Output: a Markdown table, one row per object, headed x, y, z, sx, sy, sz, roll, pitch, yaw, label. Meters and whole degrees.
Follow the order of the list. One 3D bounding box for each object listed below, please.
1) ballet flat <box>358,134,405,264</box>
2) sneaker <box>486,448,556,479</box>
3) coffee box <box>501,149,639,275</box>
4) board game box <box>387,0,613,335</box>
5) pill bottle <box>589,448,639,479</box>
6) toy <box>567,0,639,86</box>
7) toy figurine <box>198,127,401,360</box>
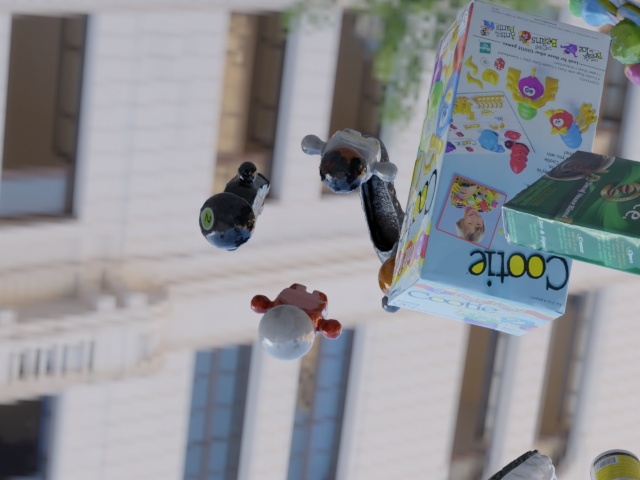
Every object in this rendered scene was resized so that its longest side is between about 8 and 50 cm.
| x | y | z | sx | sy | sz | roll | pitch | yaw | label |
| --- | --- | --- | --- | --- | --- | --- | --- | --- | --- |
| 0.065 | -0.035 | 2.061 | 0.057 | 0.173 | 0.049 | -10 | -170 | 36 | ballet flat |
| 0.104 | 0.235 | 1.209 | 0.108 | 0.100 | 0.271 | 51 | -140 | 9 | sneaker |
| 0.249 | -0.020 | 1.422 | 0.184 | 0.040 | 0.113 | 15 | -143 | 41 | coffee box |
| 0.169 | -0.065 | 1.734 | 0.144 | 0.275 | 0.142 | 14 | 166 | -8 | board game box |
| 0.361 | 0.311 | 2.175 | 0.065 | 0.065 | 0.116 | 6 | -144 | -4 | pill bottle |
| 0.318 | -0.192 | 1.809 | 0.137 | 0.056 | 0.237 | 39 | -172 | -39 | toy |
| 0.000 | 0.000 | 1.891 | 0.210 | 0.213 | 0.148 | -22 | -171 | 15 | toy figurine |
